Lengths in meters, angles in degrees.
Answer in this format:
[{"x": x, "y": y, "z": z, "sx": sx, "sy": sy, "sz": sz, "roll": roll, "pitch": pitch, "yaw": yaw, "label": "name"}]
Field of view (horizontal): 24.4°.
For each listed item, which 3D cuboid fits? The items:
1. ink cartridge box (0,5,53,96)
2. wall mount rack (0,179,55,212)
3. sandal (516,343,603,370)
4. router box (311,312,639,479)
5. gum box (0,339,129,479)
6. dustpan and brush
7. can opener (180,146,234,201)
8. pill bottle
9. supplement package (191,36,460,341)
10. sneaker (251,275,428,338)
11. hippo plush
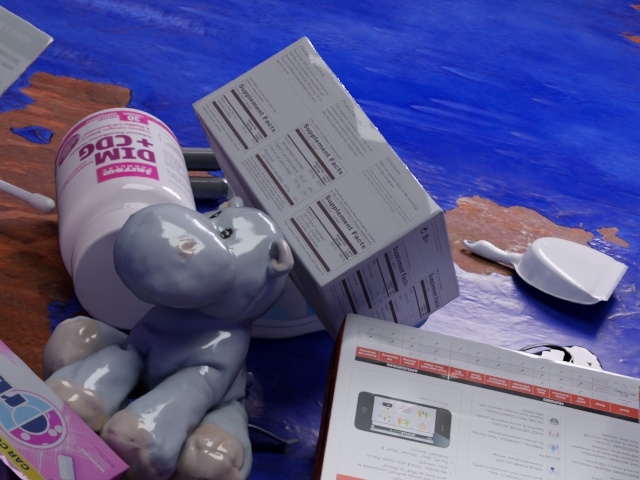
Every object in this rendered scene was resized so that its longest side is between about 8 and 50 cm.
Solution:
[{"x": -0.473, "y": -0.100, "z": 1.535, "sx": 0.308, "sy": 0.385, "sz": 0.091, "roll": 31, "pitch": -12, "yaw": 31, "label": "ink cartridge box"}, {"x": -0.436, "y": -0.174, "z": 1.739, "sx": 0.130, "sy": 0.350, "sz": 0.304, "roll": -27, "pitch": 48, "yaw": 11, "label": "wall mount rack"}, {"x": 0.241, "y": 0.161, "z": 1.696, "sx": 0.254, "sy": 0.054, "sz": 0.097, "roll": -12, "pitch": 37, "yaw": -42, "label": "sandal"}, {"x": 0.158, "y": 0.236, "z": 1.375, "sx": 0.335, "sy": 0.082, "sz": 0.301, "roll": 14, "pitch": 46, "yaw": -2, "label": "router box"}, {"x": -0.267, "y": 0.180, "z": 1.291, "sx": 0.188, "sy": 0.062, "sz": 0.107, "roll": 41, "pitch": 29, "yaw": 13, "label": "gum box"}, {"x": 0.294, "y": 0.031, "z": 1.991, "sx": 0.211, "sy": 0.060, "sz": 0.147, "roll": 29, "pitch": 28, "yaw": 12, "label": "dustpan and brush"}, {"x": -0.159, "y": -0.087, "z": 1.988, "sx": 0.283, "sy": 0.076, "sz": 0.095, "roll": 0, "pitch": -2, "yaw": -25, "label": "can opener"}, {"x": -0.223, "y": -0.027, "z": 1.711, "sx": 0.160, "sy": 0.160, "sz": 0.283, "roll": 6, "pitch": 28, "yaw": -16, "label": "pill bottle"}, {"x": 0.010, "y": -0.040, "z": 1.556, "sx": 0.145, "sy": 0.204, "sz": 0.262, "roll": -32, "pitch": 62, "yaw": -6, "label": "supplement package"}, {"x": 0.000, "y": 0.000, "z": 1.719, "sx": 0.319, "sy": 0.208, "sz": 0.127, "roll": -2, "pitch": 31, "yaw": -27, "label": "sneaker"}, {"x": -0.104, "y": 0.091, "z": 1.399, "sx": 0.294, "sy": 0.236, "sz": 0.234, "roll": 11, "pitch": 25, "yaw": -33, "label": "hippo plush"}]
